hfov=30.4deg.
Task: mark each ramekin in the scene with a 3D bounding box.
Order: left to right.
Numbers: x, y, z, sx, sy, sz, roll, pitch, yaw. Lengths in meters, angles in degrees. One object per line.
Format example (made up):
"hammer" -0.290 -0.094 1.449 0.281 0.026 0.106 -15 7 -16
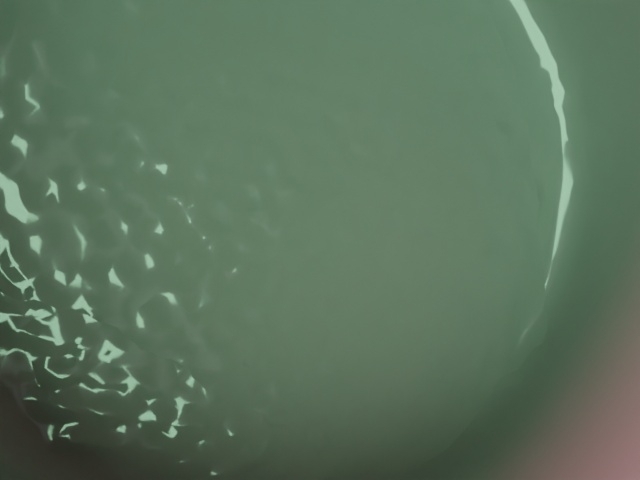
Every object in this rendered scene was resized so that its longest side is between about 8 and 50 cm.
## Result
"ramekin" 0.000 0.000 0.324 0.277 0.135 0.277 -4 103 -18
